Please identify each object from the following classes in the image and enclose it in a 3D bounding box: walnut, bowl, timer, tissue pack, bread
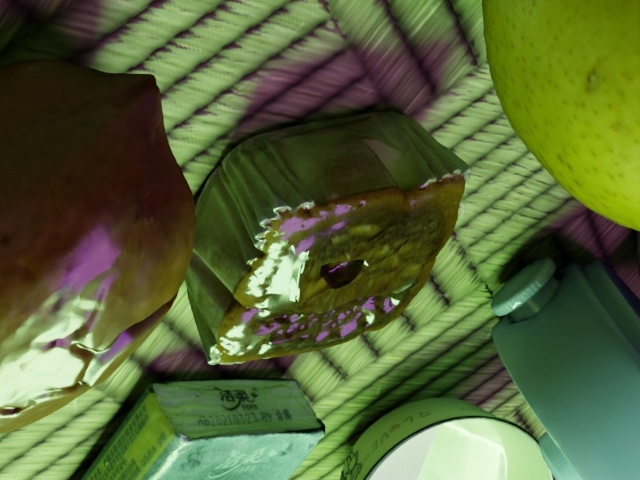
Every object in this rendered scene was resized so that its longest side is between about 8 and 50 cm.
[{"bbox_3d":[-0.188,0.007,0.948,0.203,0.203,0.298,9,136,-49],"label":"walnut"},{"bbox_3d":[0.120,0.266,1.622,0.238,0.126,0.237,-6,113,-15],"label":"bowl"},{"bbox_3d":[0.308,0.184,1.532,0.173,0.395,0.395,-40,149,11],"label":"timer"},{"bbox_3d":[-0.137,0.234,1.419,0.185,0.081,0.257,2,135,-45],"label":"tissue pack"},{"bbox_3d":[0.002,0.000,1.204,0.210,0.110,0.192,-11,141,-33],"label":"bread"}]

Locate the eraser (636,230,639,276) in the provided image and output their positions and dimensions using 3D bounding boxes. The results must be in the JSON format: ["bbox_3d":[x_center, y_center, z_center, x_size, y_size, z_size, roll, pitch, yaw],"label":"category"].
[{"bbox_3d":[0.453,-0.070,1.569,0.111,0.077,0.352,6,130,-47],"label":"eraser"}]

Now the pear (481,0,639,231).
[{"bbox_3d":[0.296,-0.179,0.999,0.362,0.362,0.418,-5,154,-39],"label":"pear"}]
